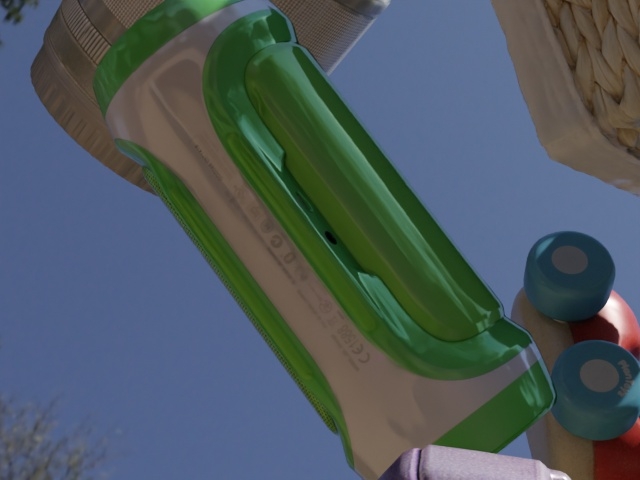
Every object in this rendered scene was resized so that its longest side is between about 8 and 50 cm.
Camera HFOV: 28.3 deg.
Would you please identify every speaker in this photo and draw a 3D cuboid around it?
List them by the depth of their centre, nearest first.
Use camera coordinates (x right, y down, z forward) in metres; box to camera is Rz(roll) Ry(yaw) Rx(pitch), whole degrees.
[{"bbox_3d":[0.000,0.000,0.712,0.131,0.131,0.296,-41,-99,30],"label":"speaker"}]

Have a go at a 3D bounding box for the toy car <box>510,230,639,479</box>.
[{"bbox_3d":[0.288,0.121,1.069,0.238,0.210,0.219,-3,-39,-2],"label":"toy car"}]

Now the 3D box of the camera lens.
[{"bbox_3d":[-0.090,-0.195,1.089,0.219,0.219,0.274,36,-71,-17],"label":"camera lens"}]

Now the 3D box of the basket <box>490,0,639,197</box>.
[{"bbox_3d":[0.298,-0.222,0.943,0.266,0.328,0.331,-29,-26,33],"label":"basket"}]

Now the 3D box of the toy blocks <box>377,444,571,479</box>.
[{"bbox_3d":[0.140,0.207,0.308,0.260,0.309,0.289,-22,-77,11],"label":"toy blocks"}]
